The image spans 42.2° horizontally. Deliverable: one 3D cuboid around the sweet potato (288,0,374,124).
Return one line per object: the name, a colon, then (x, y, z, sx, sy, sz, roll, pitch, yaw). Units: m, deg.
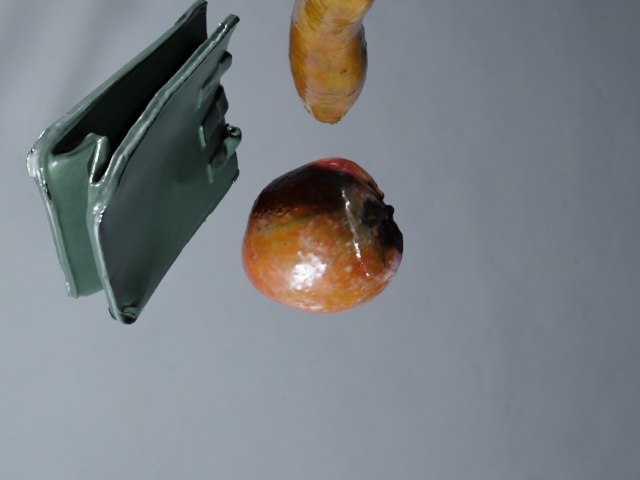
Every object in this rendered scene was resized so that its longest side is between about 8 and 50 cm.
sweet potato: (0.005, -0.129, 0.541, 0.057, 0.264, 0.057, 0, 79, 1)

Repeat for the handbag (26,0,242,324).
handbag: (-0.161, -0.074, 0.813, 0.079, 0.247, 0.260, 25, 57, 9)

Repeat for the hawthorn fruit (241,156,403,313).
hawthorn fruit: (0.000, 0.000, 0.889, 0.172, 0.173, 0.173, 7, 76, -32)
